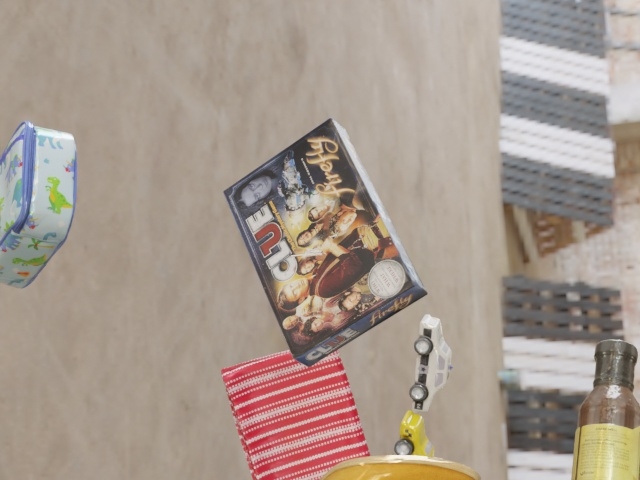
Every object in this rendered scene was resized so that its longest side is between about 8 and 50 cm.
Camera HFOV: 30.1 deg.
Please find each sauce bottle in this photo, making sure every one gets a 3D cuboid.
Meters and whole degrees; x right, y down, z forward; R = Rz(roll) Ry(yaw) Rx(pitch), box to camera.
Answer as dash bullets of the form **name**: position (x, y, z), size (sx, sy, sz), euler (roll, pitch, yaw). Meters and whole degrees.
- **sauce bottle**: position (0.464, 0.327, 1.912), size (0.111, 0.111, 0.344), euler (57, 40, -55)

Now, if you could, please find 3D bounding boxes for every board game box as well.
- **board game box**: position (0.000, 0.000, 1.374), size (0.042, 0.165, 0.243), euler (33, 28, -57)

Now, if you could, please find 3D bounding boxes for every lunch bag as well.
- **lunch bag**: position (-0.407, -0.048, 1.625), size (0.090, 0.219, 0.176), euler (14, 56, -28)

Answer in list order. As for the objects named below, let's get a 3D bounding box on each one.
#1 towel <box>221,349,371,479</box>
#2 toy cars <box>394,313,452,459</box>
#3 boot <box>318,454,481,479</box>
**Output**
- **towel**: position (-0.032, 0.312, 1.909), size (0.031, 0.198, 0.275), euler (-55, 128, -83)
- **toy cars**: position (0.205, 0.331, 2.266), size (0.176, 0.087, 0.394), euler (78, 22, -58)
- **boot**: position (0.005, 0.302, 1.006), size (0.104, 0.295, 0.211), euler (80, 3, -48)
